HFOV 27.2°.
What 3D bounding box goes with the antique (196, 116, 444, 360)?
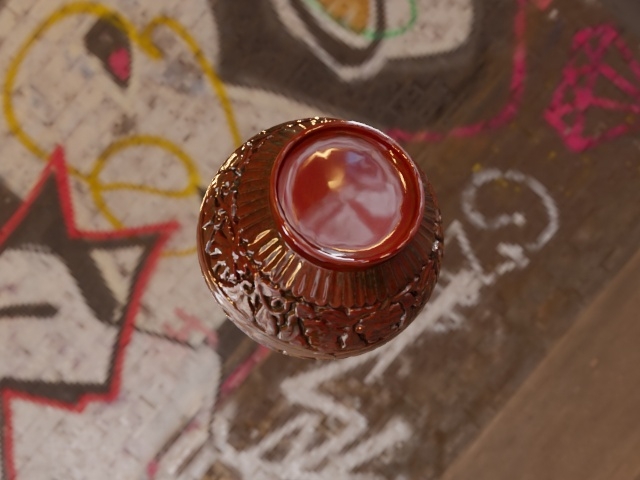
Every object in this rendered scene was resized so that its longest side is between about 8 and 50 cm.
[{"bbox_3d":[0.000,0.000,0.530,0.104,0.104,0.104,-50,2,2],"label":"antique"}]
